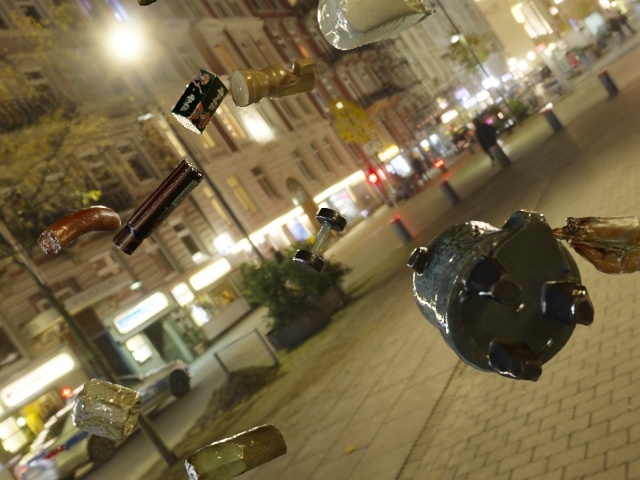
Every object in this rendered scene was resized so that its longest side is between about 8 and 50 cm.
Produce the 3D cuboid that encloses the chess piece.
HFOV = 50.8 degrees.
[{"bbox_3d":[-0.146,-0.535,2.277,0.301,0.137,0.137,-18,-7,-29],"label":"chess piece"}]

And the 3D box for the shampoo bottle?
[{"bbox_3d":[-0.481,-0.098,1.997,0.323,0.084,0.129,-47,1,2],"label":"shampoo bottle"}]

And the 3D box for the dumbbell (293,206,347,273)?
[{"bbox_3d":[0.000,0.000,2.086,0.191,0.100,0.100,-61,8,-14],"label":"dumbbell"}]

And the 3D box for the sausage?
[{"bbox_3d":[-0.713,-0.044,2.028,0.302,0.076,0.103,-36,-36,-60],"label":"sausage"}]

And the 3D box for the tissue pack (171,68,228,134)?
[{"bbox_3d":[-0.367,-0.427,2.067,0.170,0.090,0.103,-62,-22,-9],"label":"tissue pack"}]

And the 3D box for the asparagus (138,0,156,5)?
[{"bbox_3d":[-0.422,-0.701,1.685,0.060,0.278,0.067,-6,-19,6],"label":"asparagus"}]

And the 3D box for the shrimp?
[{"bbox_3d":[0.632,0.005,1.492,0.062,0.294,0.154,-97,20,-59],"label":"shrimp"}]

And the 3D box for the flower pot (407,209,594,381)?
[{"bbox_3d":[0.329,0.084,1.234,0.299,0.299,0.283,-34,20,-5],"label":"flower pot"}]

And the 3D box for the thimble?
[{"bbox_3d":[-0.560,0.442,1.774,0.190,0.143,0.137,108,-179,-62],"label":"thimble"}]

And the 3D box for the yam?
[{"bbox_3d":[-0.218,0.563,1.769,0.259,0.106,0.106,-13,-13,-38],"label":"yam"}]

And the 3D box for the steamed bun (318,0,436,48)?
[{"bbox_3d":[0.114,-0.667,1.796,0.273,0.272,0.290,-23,3,-17],"label":"steamed bun"}]
